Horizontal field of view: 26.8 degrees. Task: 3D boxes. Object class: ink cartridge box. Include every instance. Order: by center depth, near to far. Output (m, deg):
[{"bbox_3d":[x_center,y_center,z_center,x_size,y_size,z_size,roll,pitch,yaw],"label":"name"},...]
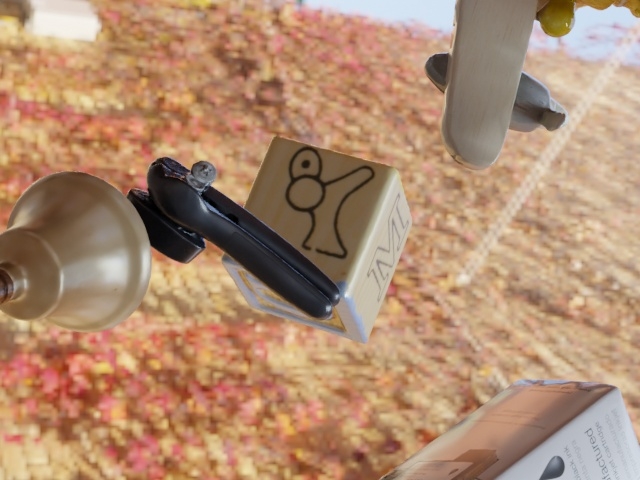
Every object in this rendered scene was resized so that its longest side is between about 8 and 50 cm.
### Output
[{"bbox_3d":[0.100,0.202,0.790,0.093,0.219,0.160,-5,-70,54],"label":"ink cartridge box"}]

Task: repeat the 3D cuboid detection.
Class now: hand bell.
[{"bbox_3d":[-0.226,0.035,0.911,0.126,0.242,0.126,5,-76,20],"label":"hand bell"}]

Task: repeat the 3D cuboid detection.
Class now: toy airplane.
[{"bbox_3d":[0.218,-0.308,1.415,0.384,0.386,0.272,57,0,15],"label":"toy airplane"}]

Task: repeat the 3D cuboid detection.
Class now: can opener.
[{"bbox_3d":[-0.063,-0.001,1.051,0.073,0.186,0.059,-56,-175,35],"label":"can opener"}]

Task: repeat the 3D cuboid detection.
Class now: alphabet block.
[{"bbox_3d":[0.000,0.000,1.847,0.193,0.192,0.197,69,41,-66],"label":"alphabet block"}]
